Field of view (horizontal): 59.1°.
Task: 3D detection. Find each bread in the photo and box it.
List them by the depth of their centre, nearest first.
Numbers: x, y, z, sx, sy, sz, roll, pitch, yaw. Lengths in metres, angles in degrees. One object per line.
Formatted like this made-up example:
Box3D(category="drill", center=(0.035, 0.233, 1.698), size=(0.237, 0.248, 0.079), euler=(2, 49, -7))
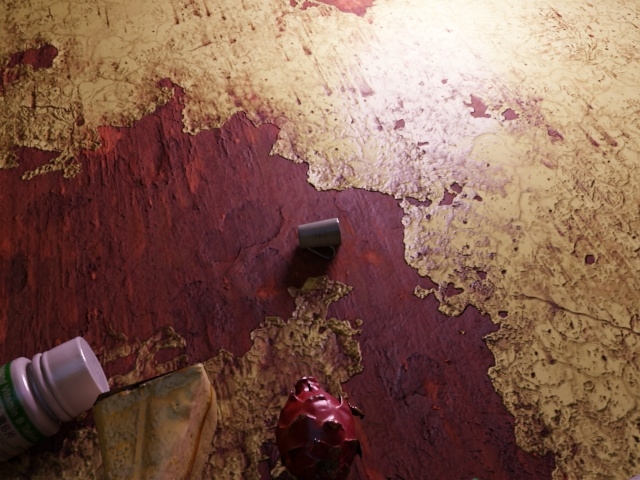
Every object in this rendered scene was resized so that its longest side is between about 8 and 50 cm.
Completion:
Box3D(category="bread", center=(-0.206, 0.338, 0.811), size=(0.163, 0.168, 0.264), euler=(-18, 59, -10))

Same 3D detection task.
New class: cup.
Box3D(category="cup", center=(0.000, -0.003, 1.117), size=(0.083, 0.075, 0.054), euler=(-9, 17, 1))

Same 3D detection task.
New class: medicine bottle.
Box3D(category="medicine bottle", center=(-0.470, 0.258, 0.896), size=(0.236, 0.139, 0.139), euler=(-25, 57, -15))

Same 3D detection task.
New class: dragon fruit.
Box3D(category="dragon fruit", center=(-0.009, 0.291, 0.856), size=(0.133, 0.136, 0.166), euler=(-45, 46, 25))

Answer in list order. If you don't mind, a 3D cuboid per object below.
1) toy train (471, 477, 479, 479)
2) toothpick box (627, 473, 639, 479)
Box3D(category="toy train", center=(0.162, 0.417, 0.703), size=(0.266, 0.202, 0.145), euler=(-36, 61, -20))
Box3D(category="toothpick box", center=(0.423, 0.450, 0.653), size=(0.229, 0.229, 0.316), euler=(-20, 56, -11))
